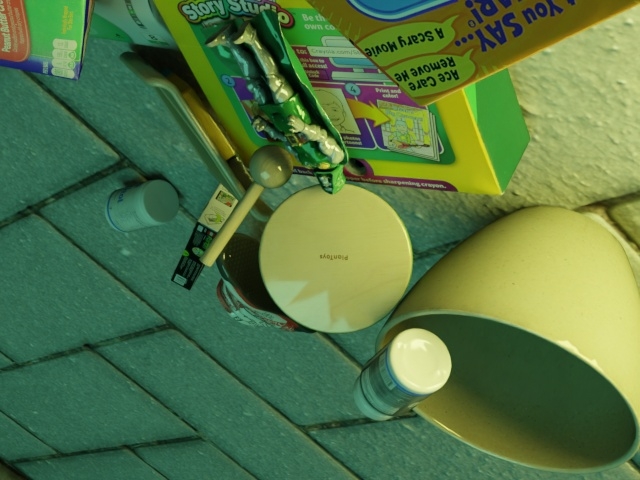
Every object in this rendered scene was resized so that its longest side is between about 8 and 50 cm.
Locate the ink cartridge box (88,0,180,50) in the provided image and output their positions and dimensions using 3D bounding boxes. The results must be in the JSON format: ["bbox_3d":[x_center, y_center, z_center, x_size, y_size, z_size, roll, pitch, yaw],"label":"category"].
[{"bbox_3d":[-0.274,-0.304,1.488,0.181,0.056,0.225,13,169,25],"label":"ink cartridge box"}]

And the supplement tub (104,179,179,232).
[{"bbox_3d":[-0.274,-0.052,1.913,0.107,0.071,0.071,-12,131,46],"label":"supplement tub"}]

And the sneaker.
[{"bbox_3d":[-0.118,0.068,1.906,0.145,0.090,0.270,4,158,37],"label":"sneaker"}]

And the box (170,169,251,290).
[{"bbox_3d":[-0.161,-0.017,1.832,0.036,0.114,0.207,30,150,-2],"label":"box"}]

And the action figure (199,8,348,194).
[{"bbox_3d":[-0.036,-0.142,1.387,0.137,0.063,0.232,6,140,52],"label":"action figure"}]

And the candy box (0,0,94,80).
[{"bbox_3d":[-0.398,-0.310,1.327,0.317,0.122,0.268,11,155,-8],"label":"candy box"}]

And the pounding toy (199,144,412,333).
[{"bbox_3d":[0.000,0.000,1.522,0.237,0.183,0.110,29,-167,2],"label":"pounding toy"}]

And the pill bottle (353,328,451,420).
[{"bbox_3d":[0.091,0.161,1.466,0.078,0.078,0.137,31,150,-5],"label":"pill bottle"}]

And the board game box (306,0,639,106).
[{"bbox_3d":[0.123,-0.377,0.833,0.356,0.356,0.356,41,147,-20],"label":"board game box"}]

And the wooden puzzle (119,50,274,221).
[{"bbox_3d":[-0.155,-0.142,1.610,0.238,0.044,0.221,52,176,-25],"label":"wooden puzzle"}]

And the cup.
[{"bbox_3d":[0.264,0.099,1.543,0.331,0.237,0.331,20,148,14],"label":"cup"}]

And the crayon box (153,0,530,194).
[{"bbox_3d":[0.022,-0.206,1.414,0.363,0.106,0.313,8,143,32],"label":"crayon box"}]
